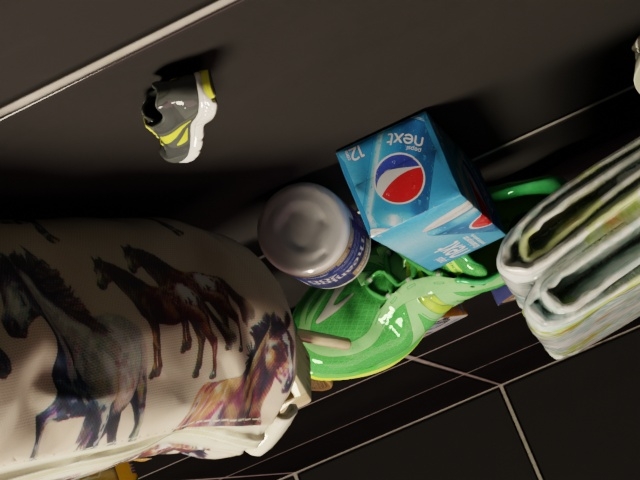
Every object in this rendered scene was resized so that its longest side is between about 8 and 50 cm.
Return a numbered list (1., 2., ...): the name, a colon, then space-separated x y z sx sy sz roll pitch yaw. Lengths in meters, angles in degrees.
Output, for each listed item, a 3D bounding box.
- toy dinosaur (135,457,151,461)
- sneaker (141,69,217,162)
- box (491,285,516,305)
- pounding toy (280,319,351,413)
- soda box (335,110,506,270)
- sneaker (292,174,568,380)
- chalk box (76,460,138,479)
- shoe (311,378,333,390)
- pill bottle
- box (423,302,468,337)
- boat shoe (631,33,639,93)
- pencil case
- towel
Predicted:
1. toy dinosaur: -0.229 0.202 1.550 0.211 0.064 0.112 -28 151 -18
2. sneaker: -0.079 -0.066 0.755 0.035 0.031 0.083 -3 157 -18
3. box: 0.295 0.024 1.714 0.225 0.037 0.136 -14 165 -26
4. pounding toy: -0.063 0.086 1.163 0.141 0.130 0.100 -25 -156 10
5. soda box: 0.080 -0.031 1.060 0.071 0.067 0.210 -25 168 11
6. sneaker: 0.096 0.018 1.246 0.295 0.109 0.123 -29 158 2
7. chalk box: -0.307 0.204 1.134 0.180 0.179 0.289 -29 165 30
8. shoe: -0.021 0.110 1.515 0.076 0.058 0.219 8 164 6
9. pill bottle: 0.000 0.000 1.053 0.067 0.067 0.120 -24 167 9
10. box: 0.121 0.098 1.743 0.081 0.028 0.136 -29 168 27
11. boat shoe: 0.263 -0.164 0.836 0.081 0.069 0.228 26 142 -16
12. pencil case: -0.175 0.079 0.823 0.160 0.184 0.410 -38 162 29
13. towel: 0.286 -0.031 1.085 0.320 0.090 0.374 -32 167 6
